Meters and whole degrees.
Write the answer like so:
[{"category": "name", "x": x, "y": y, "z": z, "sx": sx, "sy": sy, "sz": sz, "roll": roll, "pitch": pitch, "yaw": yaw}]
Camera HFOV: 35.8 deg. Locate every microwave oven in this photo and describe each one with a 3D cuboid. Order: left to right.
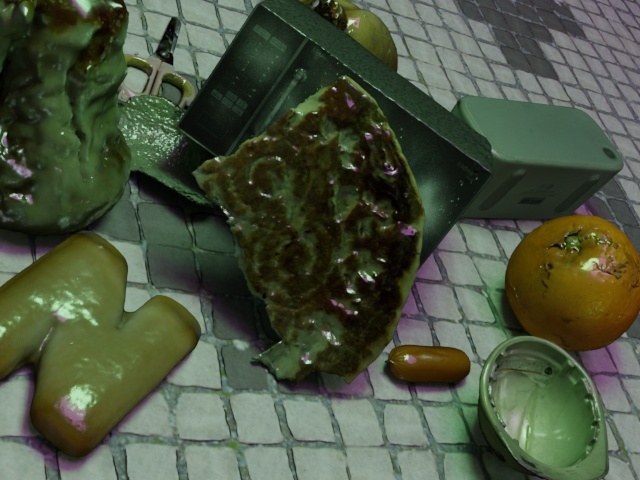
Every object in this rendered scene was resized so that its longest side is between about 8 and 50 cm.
[{"category": "microwave oven", "x": 0.041, "y": -0.173, "z": 1.624, "sx": 0.432, "sy": 0.236, "sz": 0.374, "roll": 36, "pitch": 17, "yaw": -2}]

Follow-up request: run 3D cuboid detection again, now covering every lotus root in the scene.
[{"category": "lotus root", "x": 0.050, "y": -0.364, "z": 1.872, "sx": 0.169, "sy": 0.151, "sz": 0.342, "roll": 28, "pitch": 0, "yaw": 18}]

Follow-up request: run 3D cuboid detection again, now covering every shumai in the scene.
[{"category": "shumai", "x": -0.406, "y": -0.231, "z": 1.342, "sx": 0.397, "sy": 0.323, "sz": 0.324, "roll": 37, "pitch": 37, "yaw": 1}]

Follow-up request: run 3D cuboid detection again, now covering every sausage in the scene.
[{"category": "sausage", "x": 0.177, "y": 0.196, "z": 1.568, "sx": 0.183, "sy": 0.054, "sz": 0.062, "roll": 10, "pitch": 74, "yaw": -33}]

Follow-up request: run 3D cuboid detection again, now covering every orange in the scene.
[{"category": "orange", "x": 0.449, "y": 0.079, "z": 1.755, "sx": 0.246, "sy": 0.246, "sz": 0.246, "roll": 21, "pitch": 41, "yaw": -19}]

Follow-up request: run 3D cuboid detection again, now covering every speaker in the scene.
[{"category": "speaker", "x": 0.397, "y": -0.154, "z": 1.981, "sx": 0.406, "sy": 0.184, "sz": 0.183, "roll": 0, "pitch": 52, "yaw": -37}]

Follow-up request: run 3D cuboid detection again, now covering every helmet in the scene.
[{"category": "helmet", "x": 0.319, "y": 0.287, "z": 1.512, "sx": 0.204, "sy": 0.137, "sz": 0.257, "roll": 12, "pitch": 45, "yaw": -12}]

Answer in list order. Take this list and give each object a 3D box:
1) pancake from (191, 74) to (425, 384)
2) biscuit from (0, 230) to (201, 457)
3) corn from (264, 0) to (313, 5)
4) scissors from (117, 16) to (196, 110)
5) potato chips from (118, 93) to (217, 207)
[{"category": "pancake", "x": 0.005, "y": -0.003, "z": 1.421, "sx": 0.067, "sy": 0.305, "sz": 0.427, "roll": -133, "pitch": -155, "yaw": -78}, {"category": "biscuit", "x": -0.306, "y": 0.119, "z": 1.272, "sx": 0.237, "sy": 0.062, "sz": 0.290, "roll": 40, "pitch": 40, "yaw": 4}, {"category": "corn", "x": -0.048, "y": -0.536, "z": 2.114, "sx": 0.080, "sy": 0.080, "sz": 0.231, "roll": 38, "pitch": 38, "yaw": 1}, {"category": "scissors", "x": -0.283, "y": -0.315, "z": 1.756, "sx": 0.160, "sy": 0.024, "sz": 0.317, "roll": 23, "pitch": 40, "yaw": -16}, {"category": "potato chips", "x": -0.248, "y": -0.133, "z": 1.575, "sx": 0.167, "sy": 0.059, "sz": 0.228, "roll": -3, "pitch": 58, "yaw": -31}]
